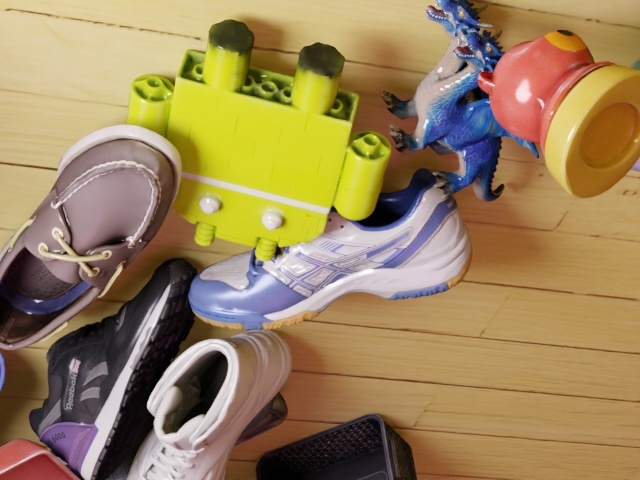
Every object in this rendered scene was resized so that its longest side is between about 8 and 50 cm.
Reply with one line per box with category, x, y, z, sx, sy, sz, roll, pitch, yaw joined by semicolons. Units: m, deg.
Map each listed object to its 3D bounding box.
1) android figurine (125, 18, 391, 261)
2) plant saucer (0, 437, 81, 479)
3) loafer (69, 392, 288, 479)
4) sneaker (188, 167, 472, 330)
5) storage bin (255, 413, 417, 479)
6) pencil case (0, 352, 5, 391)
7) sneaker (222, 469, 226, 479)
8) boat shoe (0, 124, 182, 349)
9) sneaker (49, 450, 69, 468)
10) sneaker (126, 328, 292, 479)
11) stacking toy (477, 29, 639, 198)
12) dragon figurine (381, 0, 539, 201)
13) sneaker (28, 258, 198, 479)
android figurine;-0.062;-0.082;1.621;0.248;0.056;0.273;15;137;-2
plant saucer;-0.382;0.319;1.943;0.258;0.047;0.259;-28;151;0
loafer;-0.162;0.237;2.021;0.268;0.096;0.084;-23;146;15
sneaker;0.000;0.000;1.760;0.296;0.112;0.131;-14;123;6
storage bin;0.021;0.305;2.115;0.180;0.122;0.084;-24;140;18
pencil case;-0.440;0.223;1.915;0.119;0.133;0.306;31;135;2
sneaker;-0.168;0.322;2.095;0.073;0.162;0.063;7;-175;-33
boat shoe;-0.235;0.004;1.655;0.117;0.096;0.324;32;139;-17
sneaker;-0.313;0.309;2.074;0.235;0.097;0.084;-6;142;-3
sneaker;-0.159;0.218;1.875;0.292;0.108;0.169;-58;161;10
stacking toy;0.299;-0.181;1.547;0.309;0.130;0.279;6;115;-51
dragon figurine;0.156;-0.115;1.636;0.144;0.085;0.289;-26;138;21
sneaker;-0.233;0.123;1.849;0.124;0.107;0.283;34;114;13
